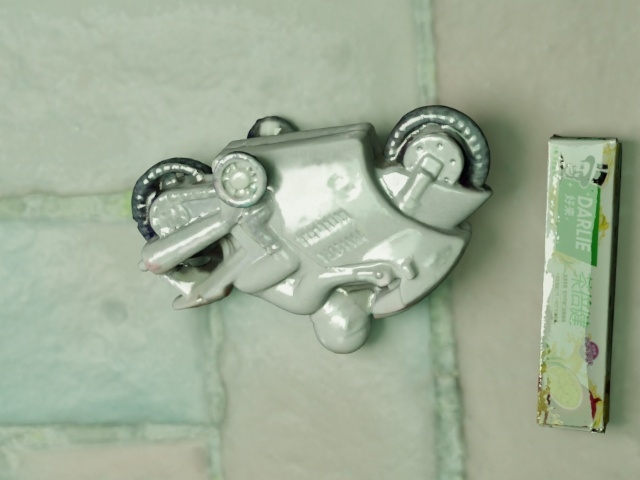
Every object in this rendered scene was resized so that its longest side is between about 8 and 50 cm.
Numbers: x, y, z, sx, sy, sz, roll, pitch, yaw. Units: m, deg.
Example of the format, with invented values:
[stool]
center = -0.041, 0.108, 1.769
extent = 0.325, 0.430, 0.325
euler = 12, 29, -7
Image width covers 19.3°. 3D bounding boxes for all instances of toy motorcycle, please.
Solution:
[toy motorcycle]
center = 0.000, 0.000, 1.320
extent = 0.260, 0.110, 0.171
euler = -10, 103, 14

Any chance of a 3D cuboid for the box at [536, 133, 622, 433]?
[box]
center = 0.181, 0.030, 1.321
extent = 0.050, 0.041, 0.207
euler = 3, 93, 12
